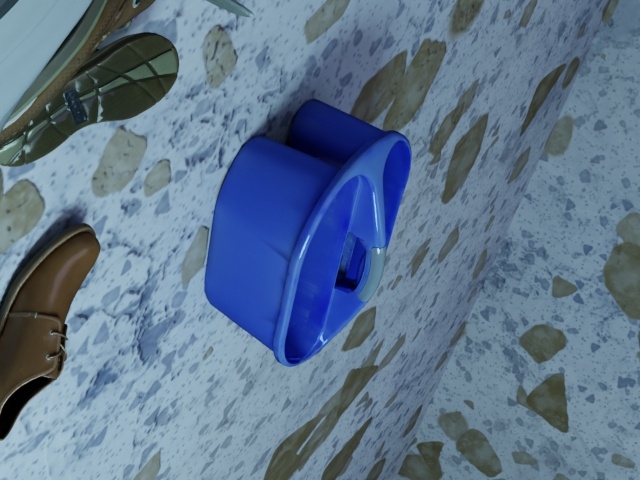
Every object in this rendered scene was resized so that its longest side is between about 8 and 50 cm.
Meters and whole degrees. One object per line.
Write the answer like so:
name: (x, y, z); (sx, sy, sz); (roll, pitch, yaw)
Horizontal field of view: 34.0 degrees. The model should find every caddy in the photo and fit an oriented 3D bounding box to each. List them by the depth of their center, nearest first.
caddy: (0.000, 0.000, 1.274); (0.241, 0.179, 0.341); (-41, 154, -42)

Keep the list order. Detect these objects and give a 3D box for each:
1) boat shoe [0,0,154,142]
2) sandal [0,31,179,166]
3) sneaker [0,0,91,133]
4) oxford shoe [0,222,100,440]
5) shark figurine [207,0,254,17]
boat shoe: (-0.157, -0.185, 0.723); (0.307, 0.111, 0.104); (-57, 159, -5)
sandal: (-0.194, -0.121, 0.835); (0.180, 0.049, 0.072); (-32, 145, -23)
sneaker: (-0.240, -0.008, 0.548); (0.447, 0.169, 0.257); (-38, 151, 10)
oxford shoe: (-0.252, 0.084, 0.948); (0.212, 0.076, 0.076); (-59, 159, -2)
shark figurine: (-0.083, -0.283, 0.609); (0.166, 0.116, 0.278); (13, 87, -39)
